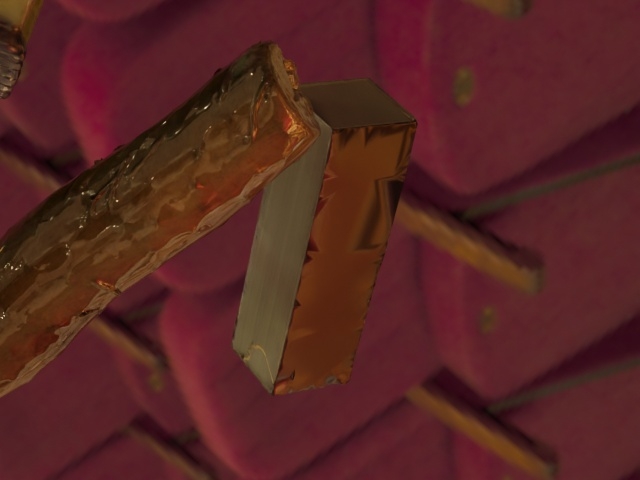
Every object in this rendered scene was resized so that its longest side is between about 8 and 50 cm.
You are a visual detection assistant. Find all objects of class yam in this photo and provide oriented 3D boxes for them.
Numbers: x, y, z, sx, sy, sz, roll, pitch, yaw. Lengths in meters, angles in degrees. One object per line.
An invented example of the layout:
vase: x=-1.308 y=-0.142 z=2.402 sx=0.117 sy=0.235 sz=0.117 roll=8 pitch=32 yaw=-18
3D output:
yam: x=-0.130 y=0.012 z=0.926 sx=0.067 sy=0.317 sz=0.071 roll=45 pitch=-162 yaw=-29

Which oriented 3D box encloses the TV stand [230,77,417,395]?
TV stand: x=0.000 y=0.000 z=1.520 sx=0.083 sy=0.088 sz=0.269 roll=46 pitch=134 yaw=42

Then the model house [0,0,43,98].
model house: x=-0.220 y=-0.190 z=1.008 sx=0.194 sy=0.170 sz=0.211 roll=21 pitch=123 yaw=-14
